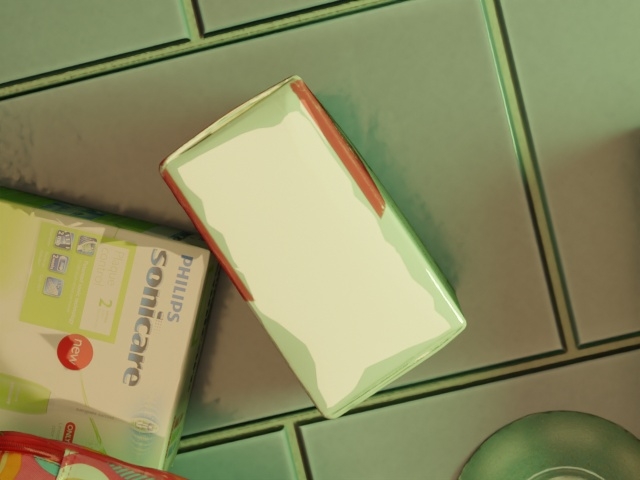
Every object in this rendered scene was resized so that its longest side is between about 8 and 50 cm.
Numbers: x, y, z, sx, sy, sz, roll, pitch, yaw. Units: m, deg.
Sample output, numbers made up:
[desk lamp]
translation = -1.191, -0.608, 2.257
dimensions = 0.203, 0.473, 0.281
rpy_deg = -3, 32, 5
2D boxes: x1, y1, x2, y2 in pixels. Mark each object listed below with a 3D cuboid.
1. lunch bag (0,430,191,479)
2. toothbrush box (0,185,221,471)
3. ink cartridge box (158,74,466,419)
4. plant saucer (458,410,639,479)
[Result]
[lunch bag]
translation = -0.163, 0.280, 1.569
dimensions = 0.293, 0.258, 0.120
rpy_deg = 21, 58, -4
[toothbrush box]
translation = -0.243, 0.069, 1.610
dimensions = 0.283, 0.122, 0.206
rpy_deg = 14, 94, 2
[ink cartridge box]
translation = 0.000, 0.000, 1.496
dimensions = 0.131, 0.306, 0.226
rpy_deg = -35, 91, 4
[plant saucer]
translation = 0.206, 0.242, 1.623
dimensions = 0.195, 0.037, 0.195
rpy_deg = 0, 89, 3
